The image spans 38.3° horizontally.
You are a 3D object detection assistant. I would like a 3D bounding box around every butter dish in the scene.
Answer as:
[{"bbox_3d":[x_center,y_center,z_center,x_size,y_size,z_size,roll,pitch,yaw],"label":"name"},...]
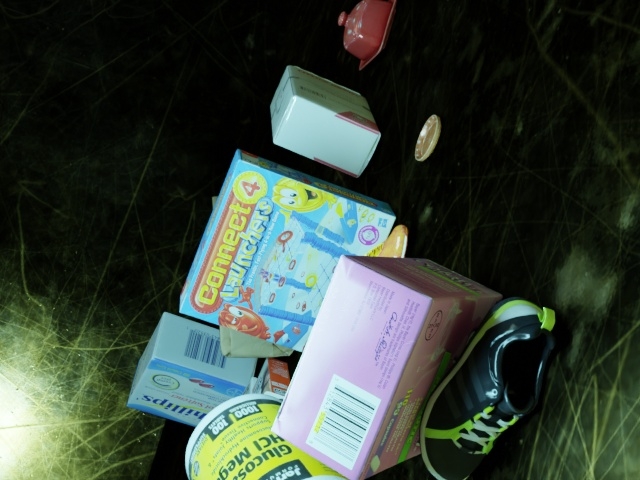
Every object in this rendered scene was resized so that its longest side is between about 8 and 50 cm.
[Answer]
[{"bbox_3d":[0.099,-0.512,2.207,0.160,0.118,0.159,156,132,-73],"label":"butter dish"}]

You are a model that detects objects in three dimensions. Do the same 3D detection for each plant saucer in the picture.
[{"bbox_3d":[0.187,-0.176,1.591,0.083,0.013,0.083,-160,90,-78],"label":"plant saucer"}]

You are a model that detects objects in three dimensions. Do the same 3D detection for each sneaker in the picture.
[{"bbox_3d":[0.178,0.168,0.982,0.097,0.084,0.234,-119,49,-70],"label":"sneaker"},{"bbox_3d":[0.094,0.042,1.544,0.064,0.067,0.175,-86,22,-54],"label":"sneaker"}]

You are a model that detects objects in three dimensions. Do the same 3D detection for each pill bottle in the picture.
[{"bbox_3d":[-0.047,0.365,1.261,0.334,0.188,0.187,37,108,56],"label":"pill bottle"}]

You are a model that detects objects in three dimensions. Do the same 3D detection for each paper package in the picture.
[{"bbox_3d":[-0.154,0.066,2.086,0.325,0.168,0.309,-116,24,-74],"label":"paper package"}]

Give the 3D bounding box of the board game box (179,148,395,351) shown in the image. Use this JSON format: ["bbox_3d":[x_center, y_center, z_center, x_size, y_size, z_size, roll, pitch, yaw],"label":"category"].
[{"bbox_3d":[-0.064,0.031,1.680,0.086,0.302,0.308,-111,42,-70],"label":"board game box"}]

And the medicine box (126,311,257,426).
[{"bbox_3d":[-0.334,0.351,2.406,0.289,0.264,0.149,124,161,-48],"label":"medicine box"}]

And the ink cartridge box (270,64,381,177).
[{"bbox_3d":[0.005,-0.270,2.044,0.283,0.207,0.117,-100,34,-66],"label":"ink cartridge box"}]

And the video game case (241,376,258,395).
[{"bbox_3d":[-0.199,0.461,2.234,0.183,0.023,0.201,-89,23,-54],"label":"video game case"}]

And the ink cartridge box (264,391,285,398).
[{"bbox_3d":[-0.090,0.367,1.769,0.090,0.092,0.143,166,124,-75],"label":"ink cartridge box"}]

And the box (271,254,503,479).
[{"bbox_3d":[0.085,0.137,1.062,0.243,0.117,0.213,4,-71,-63],"label":"box"}]

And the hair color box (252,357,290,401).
[{"bbox_3d":[-0.104,0.329,1.969,0.167,0.053,0.093,-112,44,-69],"label":"hair color box"}]
